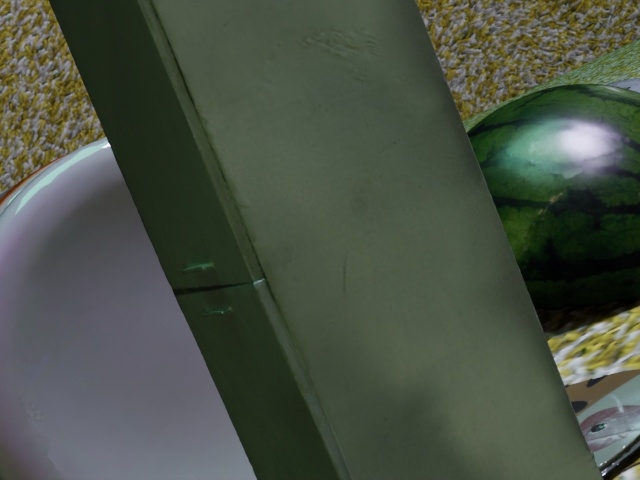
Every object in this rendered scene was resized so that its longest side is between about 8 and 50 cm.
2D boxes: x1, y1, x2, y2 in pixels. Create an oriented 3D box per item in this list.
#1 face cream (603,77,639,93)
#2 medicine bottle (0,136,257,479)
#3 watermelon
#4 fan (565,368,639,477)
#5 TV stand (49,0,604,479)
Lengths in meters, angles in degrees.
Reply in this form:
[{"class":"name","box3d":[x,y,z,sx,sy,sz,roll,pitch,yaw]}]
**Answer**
[{"class":"face cream","box3d":[0.193,-0.057,1.030,0.163,0.080,0.337,-18,9,38]},{"class":"medicine bottle","box3d":[-0.119,0.057,0.682,0.202,0.202,0.316,-27,6,-23]},{"class":"watermelon","box3d":[0.159,-0.034,0.768,0.204,0.127,0.232,-24,10,-33]},{"class":"fan","box3d":[0.115,0.080,0.501,0.227,0.008,0.152,-20,7,40]},{"class":"TV stand","box3d":[0.000,0.000,0.395,0.088,0.269,0.083,-24,4,-25]}]
